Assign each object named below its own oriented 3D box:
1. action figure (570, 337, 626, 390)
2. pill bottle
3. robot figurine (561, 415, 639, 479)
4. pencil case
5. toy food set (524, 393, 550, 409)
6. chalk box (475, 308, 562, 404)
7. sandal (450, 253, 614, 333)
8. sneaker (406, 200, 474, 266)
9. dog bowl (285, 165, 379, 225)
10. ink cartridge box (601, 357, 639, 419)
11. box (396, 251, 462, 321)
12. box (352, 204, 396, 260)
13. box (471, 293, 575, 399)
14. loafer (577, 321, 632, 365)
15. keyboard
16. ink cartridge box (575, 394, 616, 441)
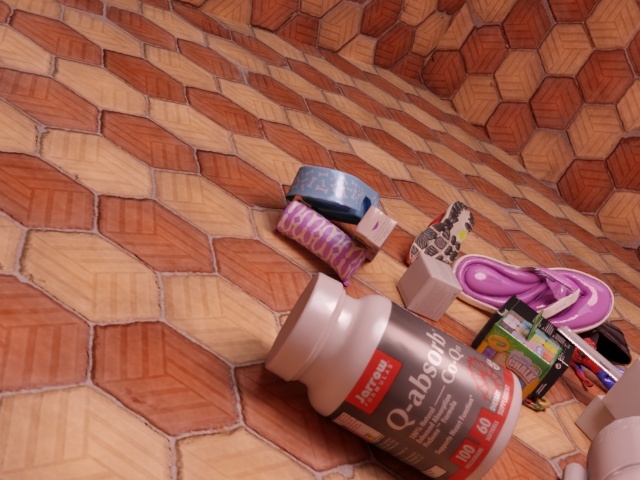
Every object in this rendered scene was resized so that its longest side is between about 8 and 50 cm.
[{"bbox_3d":[0.681,0.322,2.056,0.280,0.091,0.139,38,13,13],"label":"action figure"},{"bbox_3d":[0.110,0.214,1.357,0.363,0.210,0.210,30,22,-5],"label":"pill bottle"},{"bbox_3d":[0.570,0.441,1.515,0.300,0.199,0.353,-5,15,15],"label":"robot figurine"},{"bbox_3d":[0.000,0.000,1.818,0.206,0.088,0.086,37,8,13],"label":"pencil case"},{"bbox_3d":[0.438,0.324,1.822,0.082,0.020,0.083,9,32,-45],"label":"toy food set"},{"bbox_3d":[0.373,0.228,1.676,0.132,0.213,0.132,39,23,16],"label":"chalk box"},{"bbox_3d":[0.514,0.128,2.082,0.416,0.169,0.102,9,-15,-6],"label":"sandal"},{"bbox_3d":[0.291,0.009,2.183,0.107,0.118,0.279,51,46,0],"label":"sneaker"},{"bbox_3d":[0.037,-0.097,1.930,0.166,0.074,0.297,10,-6,23],"label":"dog bowl"},{"bbox_3d":[0.696,0.338,1.763,0.176,0.127,0.128,17,27,-30],"label":"ink cartridge box"},{"bbox_3d":[0.238,0.102,1.909,0.087,0.102,0.101,25,24,-24],"label":"box"},{"bbox_3d":[0.109,-0.011,1.838,0.063,0.067,0.324,36,-4,4],"label":"box"},{"bbox_3d":[0.451,0.226,1.908,0.184,0.103,0.261,41,16,13],"label":"box"},{"bbox_3d":[0.689,0.251,2.207,0.302,0.109,0.095,17,33,-36],"label":"loafer"},{"bbox_3d":[0.633,0.279,1.937,0.256,0.014,0.072,42,22,17],"label":"keyboard"},{"bbox_3d":[0.669,0.410,1.865,0.208,0.087,0.153,8,32,-45],"label":"ink cartridge box"}]
